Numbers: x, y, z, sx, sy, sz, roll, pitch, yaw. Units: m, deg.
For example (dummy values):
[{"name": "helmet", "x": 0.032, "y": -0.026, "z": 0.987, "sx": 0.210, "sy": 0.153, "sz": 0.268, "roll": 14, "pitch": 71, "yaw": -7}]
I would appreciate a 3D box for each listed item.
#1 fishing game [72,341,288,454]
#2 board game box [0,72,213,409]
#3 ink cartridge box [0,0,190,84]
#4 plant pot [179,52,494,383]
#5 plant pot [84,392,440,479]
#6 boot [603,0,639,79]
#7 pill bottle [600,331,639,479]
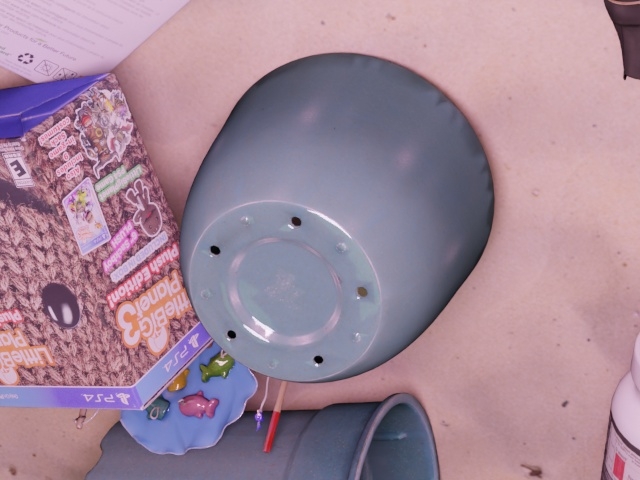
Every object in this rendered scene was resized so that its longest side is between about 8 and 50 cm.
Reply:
[{"name": "fishing game", "x": -0.149, "y": 0.139, "z": 1.764, "sx": 0.264, "sy": 0.189, "sz": 0.041, "roll": 7, "pitch": 163, "yaw": 31}, {"name": "board game box", "x": -0.270, "y": 0.006, "z": 1.583, "sx": 0.232, "sy": 0.141, "sz": 0.291, "roll": -4, "pitch": 117, "yaw": 36}, {"name": "ink cartridge box", "x": -0.246, "y": -0.280, "z": 1.454, "sx": 0.303, "sy": 0.072, "sz": 0.307, "roll": 25, "pitch": 130, "yaw": -38}, {"name": "plant pot", "x": 0.000, "y": 0.000, "z": 1.541, "sx": 0.293, "sy": 0.235, "sz": 0.293, "roll": 7, "pitch": 118, "yaw": 14}, {"name": "plant pot", "x": -0.071, "y": 0.328, "z": 1.822, "sx": 0.334, "sy": 0.341, "sz": 0.341, "roll": 3, "pitch": 129, "yaw": 21}, {"name": "boot", "x": 0.355, "y": -0.199, "z": 1.450, "sx": 0.198, "sy": 0.077, "sz": 0.137, "roll": 6, "pitch": 143, "yaw": 24}, {"name": "pill bottle", "x": 0.383, "y": 0.222, "z": 1.724, "sx": 0.162, "sy": 0.162, "sz": 0.278, "roll": 5, "pitch": 129, "yaw": 8}]
